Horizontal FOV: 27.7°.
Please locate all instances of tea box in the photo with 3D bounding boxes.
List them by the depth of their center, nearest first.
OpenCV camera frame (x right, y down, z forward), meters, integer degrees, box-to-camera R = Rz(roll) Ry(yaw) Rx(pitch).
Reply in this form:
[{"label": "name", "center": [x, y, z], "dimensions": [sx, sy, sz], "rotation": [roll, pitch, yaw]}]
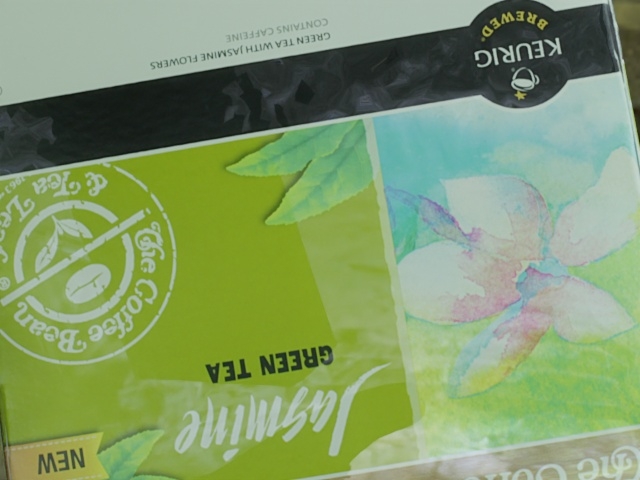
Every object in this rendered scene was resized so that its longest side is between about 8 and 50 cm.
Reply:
[{"label": "tea box", "center": [0.000, 0.000, 0.719], "dimensions": [0.328, 0.324, 0.220], "rotation": [-10, 175, 3]}]
